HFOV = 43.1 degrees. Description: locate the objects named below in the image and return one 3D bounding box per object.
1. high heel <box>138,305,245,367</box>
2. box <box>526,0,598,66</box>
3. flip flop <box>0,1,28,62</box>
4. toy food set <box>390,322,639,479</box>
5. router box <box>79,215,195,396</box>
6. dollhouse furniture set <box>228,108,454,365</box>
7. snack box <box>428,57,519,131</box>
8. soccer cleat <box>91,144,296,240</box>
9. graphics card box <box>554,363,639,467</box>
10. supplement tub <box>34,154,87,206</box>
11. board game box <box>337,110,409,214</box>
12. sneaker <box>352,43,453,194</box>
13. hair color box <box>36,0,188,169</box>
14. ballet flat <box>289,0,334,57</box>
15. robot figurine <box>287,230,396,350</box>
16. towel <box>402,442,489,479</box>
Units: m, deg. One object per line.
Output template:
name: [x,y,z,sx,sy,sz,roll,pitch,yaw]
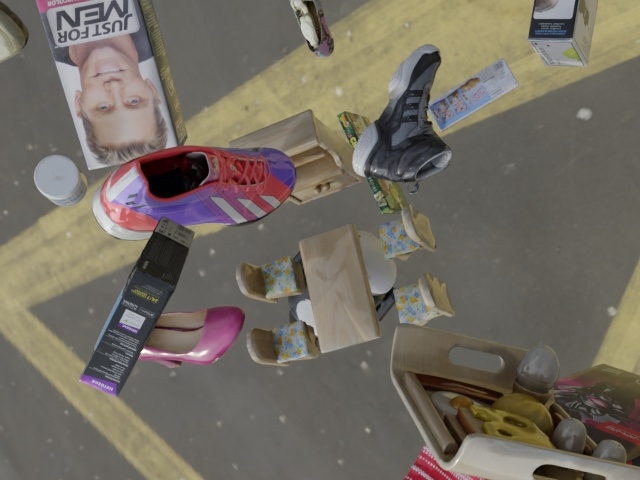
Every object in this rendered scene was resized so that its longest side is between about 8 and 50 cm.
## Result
high heel: [-0.327,0.202,1.808,0.181,0.127,0.377,30,140,-28]
box: [0.479,-0.496,1.554,0.087,0.169,0.290,9,87,28]
flip flop: [-0.472,-0.227,1.036,0.277,0.080,0.112,-10,144,40]
toy food set: [0.214,0.174,0.878,0.306,0.219,0.092,-120,44,-76]
router box: [-0.187,0.062,0.848,0.046,0.179,0.133,27,104,-10]
dollhouse furniture set: [0.000,0.000,1.496,0.362,0.256,0.394,-19,72,20]
snack box: [0.302,-0.289,1.619,0.178,0.022,0.064,-30,87,13]
soccer cleat: [-0.137,-0.079,1.060,0.116,0.318,0.109,-38,73,45]
graphics card box: [0.434,0.293,1.234,0.232,0.371,0.094,15,105,47]
supplement tub: [-0.415,-0.095,1.300,0.071,0.071,0.107,60,170,-1]
board game box: [0.128,-0.182,1.923,0.030,0.136,0.260,-28,79,23]
sneaker: [0.180,-0.209,1.435,0.153,0.269,0.101,28,176,20]
hair color box: [-0.363,-0.314,1.420,0.105,0.173,0.347,-92,-9,-68]
ballet flat: [-0.032,-0.558,2.007,0.077,0.079,0.222,-24,85,28]
robot figurine: [0.040,0.105,1.739,0.173,0.209,0.278,50,117,26]
towel: [0.116,0.382,1.004,0.031,0.275,0.199,38,177,-23]
